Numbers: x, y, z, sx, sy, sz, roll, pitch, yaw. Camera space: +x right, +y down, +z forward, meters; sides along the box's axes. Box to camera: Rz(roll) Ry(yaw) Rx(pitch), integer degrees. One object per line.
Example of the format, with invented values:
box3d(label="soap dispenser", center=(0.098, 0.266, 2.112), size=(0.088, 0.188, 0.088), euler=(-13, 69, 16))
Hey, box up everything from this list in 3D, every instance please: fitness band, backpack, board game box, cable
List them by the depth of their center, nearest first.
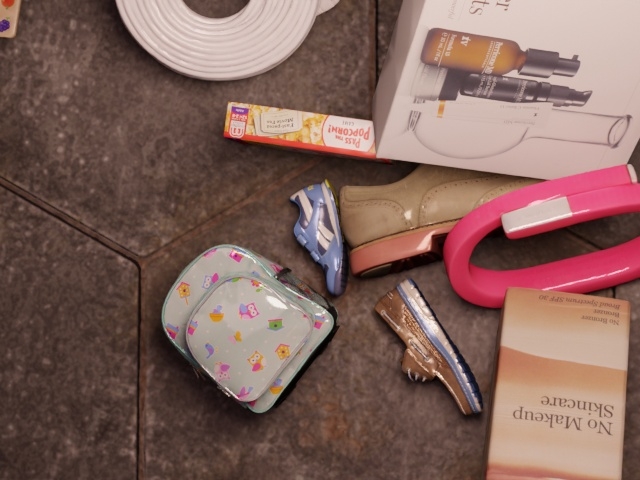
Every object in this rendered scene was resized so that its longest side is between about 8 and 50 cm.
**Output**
box3d(label="fitness band", center=(0.285, -0.001, 1.749), size=(0.291, 0.209, 0.054), euler=(-12, 61, 3))
box3d(label="board game box", center=(-0.007, -0.127, 1.813), size=(0.193, 0.147, 0.045), euler=(8, 91, 7))
box3d(label="backpack", center=(-0.095, 0.096, 1.814), size=(0.188, 0.144, 0.166), euler=(39, 97, 9))
box3d(label="cable", center=(-0.123, -0.315, 1.833), size=(0.257, 0.089, 0.257), euler=(-44, 104, 10))

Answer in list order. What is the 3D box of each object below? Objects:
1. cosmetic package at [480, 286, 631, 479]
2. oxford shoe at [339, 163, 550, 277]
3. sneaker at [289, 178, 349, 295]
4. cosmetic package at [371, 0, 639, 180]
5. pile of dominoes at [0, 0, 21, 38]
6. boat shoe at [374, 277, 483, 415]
box3d(label="cosmetic package", center=(0.262, 0.214, 1.712), size=(0.153, 0.129, 0.296), euler=(6, 57, 5))
box3d(label="oxford shoe", center=(0.187, -0.065, 1.806), size=(0.348, 0.123, 0.130), euler=(-17, 79, 3))
box3d(label="sneaker", center=(0.000, 0.000, 1.855), size=(0.059, 0.053, 0.144), euler=(-12, 78, 6))
box3d(label="cosmetic package", center=(0.233, -0.228, 1.599), size=(0.284, 0.377, 0.097), euler=(5, 48, -10))
box3d(label="pile of dominoes", center=(-0.453, -0.385, 1.867), size=(0.196, 0.040, 0.251), euler=(8, 87, 6))
box3d(label="boat shoe", center=(0.130, 0.138, 1.831), size=(0.066, 0.066, 0.183), euler=(-33, 74, 8))
